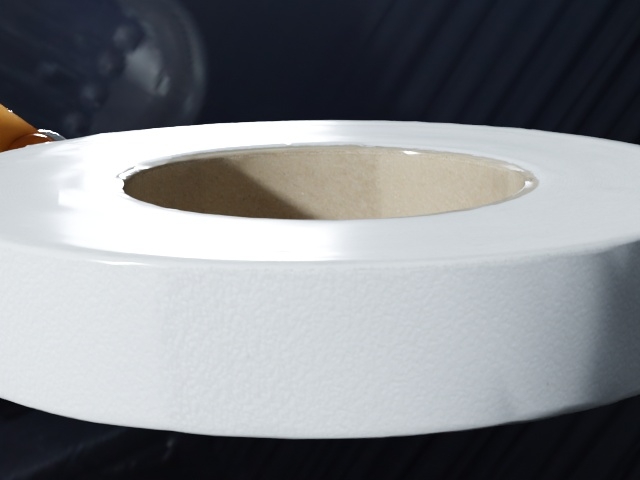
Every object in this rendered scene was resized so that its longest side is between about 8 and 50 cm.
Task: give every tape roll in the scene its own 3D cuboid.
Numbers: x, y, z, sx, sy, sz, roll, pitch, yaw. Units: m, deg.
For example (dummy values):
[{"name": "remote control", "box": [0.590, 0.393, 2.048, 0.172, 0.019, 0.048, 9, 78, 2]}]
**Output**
[{"name": "tape roll", "box": [0.000, 0.000, 0.700, 0.392, 0.072, 0.392, -1, -168, 0]}]

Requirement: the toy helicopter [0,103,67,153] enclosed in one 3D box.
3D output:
[{"name": "toy helicopter", "box": [-0.276, -0.042, 1.090, 0.355, 0.140, 0.235, 19, 160, -23]}]
